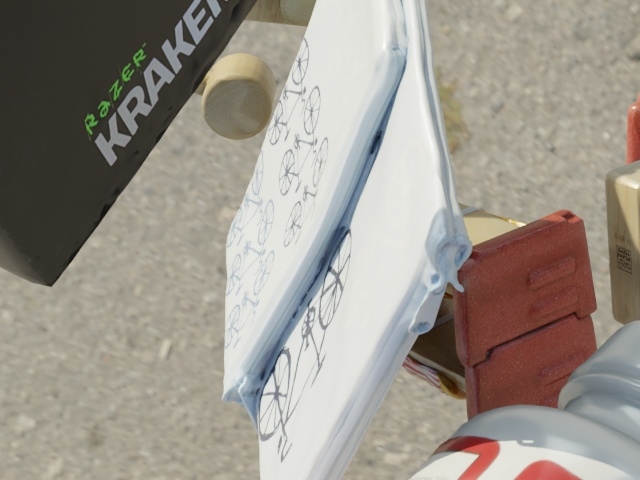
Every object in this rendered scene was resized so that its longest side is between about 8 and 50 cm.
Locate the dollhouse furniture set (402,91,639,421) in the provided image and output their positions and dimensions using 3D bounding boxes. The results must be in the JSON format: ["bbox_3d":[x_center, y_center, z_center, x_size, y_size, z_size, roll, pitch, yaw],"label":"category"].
[{"bbox_3d":[0.198,0.003,1.251,0.201,0.374,0.152,27,131,55],"label":"dollhouse furniture set"}]

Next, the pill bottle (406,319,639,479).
[{"bbox_3d":[0.098,0.237,0.872,0.229,0.229,0.408,32,64,33],"label":"pill bottle"}]

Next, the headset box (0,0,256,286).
[{"bbox_3d":[-0.092,-0.170,0.385,0.131,0.283,0.246,24,70,23],"label":"headset box"}]

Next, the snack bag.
[{"bbox_3d":[0.000,0.000,1.019,0.342,0.037,0.323,-95,23,-46],"label":"snack bag"}]

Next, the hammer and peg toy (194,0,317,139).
[{"bbox_3d":[-0.108,-0.243,1.255,0.127,0.266,0.361,-96,15,-62],"label":"hammer and peg toy"}]
